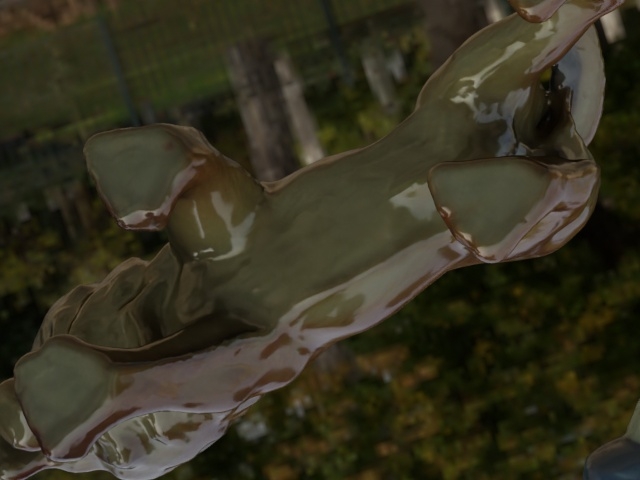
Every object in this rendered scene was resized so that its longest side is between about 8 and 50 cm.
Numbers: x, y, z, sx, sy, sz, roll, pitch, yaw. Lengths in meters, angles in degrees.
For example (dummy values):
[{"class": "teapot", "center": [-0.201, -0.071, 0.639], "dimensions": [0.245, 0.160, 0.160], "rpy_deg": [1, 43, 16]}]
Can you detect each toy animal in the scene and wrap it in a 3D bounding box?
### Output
[{"class": "toy animal", "center": [0.000, 0.000, 0.589], "dimensions": [0.312, 0.097, 0.157], "rpy_deg": [-28, 166, 6]}]

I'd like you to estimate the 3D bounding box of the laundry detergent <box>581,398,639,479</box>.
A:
[{"class": "laundry detergent", "center": [0.230, 0.246, 1.256], "dimensions": [0.143, 0.290, 0.094], "rpy_deg": [20, -178, -2]}]
